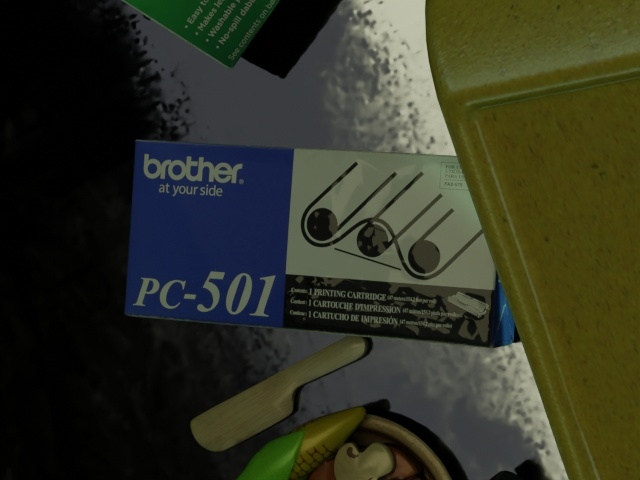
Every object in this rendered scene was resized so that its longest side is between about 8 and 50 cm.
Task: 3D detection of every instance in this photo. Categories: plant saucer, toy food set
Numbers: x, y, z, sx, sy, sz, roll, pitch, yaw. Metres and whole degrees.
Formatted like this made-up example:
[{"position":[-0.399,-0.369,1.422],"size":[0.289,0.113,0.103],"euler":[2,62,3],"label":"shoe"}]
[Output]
[{"position":[0.194,0.017,0.833],"size":[0.332,0.081,0.333],"euler":[-9,106,46],"label":"plant saucer"},{"position":[0.011,0.156,1.040],"size":[0.132,0.038,0.192],"euler":[-32,80,18],"label":"toy food set"}]

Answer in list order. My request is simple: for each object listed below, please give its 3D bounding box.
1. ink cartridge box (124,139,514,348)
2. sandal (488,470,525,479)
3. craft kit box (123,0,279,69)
[{"position":[0.000,0.000,1.039],"size":[0.207,0.046,0.097],"euler":[4,91,21],"label":"ink cartridge box"},{"position":[0.120,0.203,0.988],"size":[0.040,0.067,0.179],"euler":[-30,83,30],"label":"sandal"},{"position":[-0.076,-0.253,0.988],"size":[0.246,0.061,0.250],"euler":[32,104,-19],"label":"craft kit box"}]
